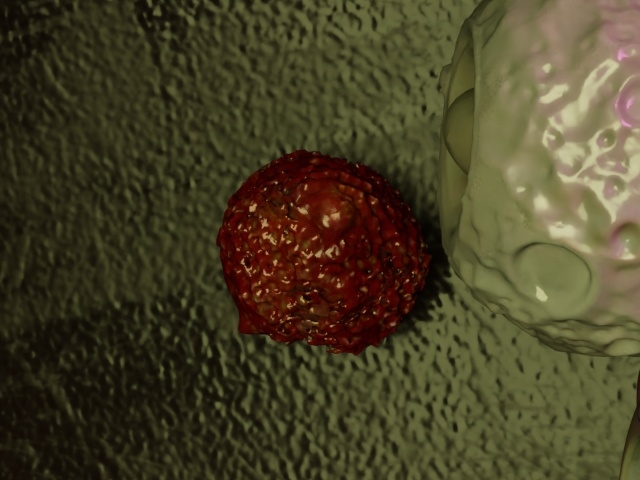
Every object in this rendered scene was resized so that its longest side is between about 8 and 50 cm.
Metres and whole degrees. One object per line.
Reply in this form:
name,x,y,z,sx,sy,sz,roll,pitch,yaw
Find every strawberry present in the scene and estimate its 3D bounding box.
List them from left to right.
strawberry,0.000,0.000,1.706,0.184,0.201,0.186,-23,69,-10

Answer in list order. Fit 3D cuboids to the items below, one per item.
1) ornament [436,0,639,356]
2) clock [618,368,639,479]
ornament,0.250,-0.072,1.569,0.337,0.337,0.337,0,92,15
clock,0.300,0.246,1.586,0.114,0.284,0.309,2,89,-1
